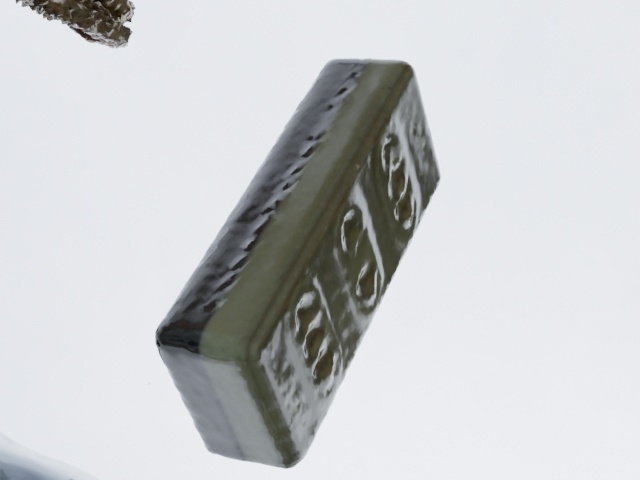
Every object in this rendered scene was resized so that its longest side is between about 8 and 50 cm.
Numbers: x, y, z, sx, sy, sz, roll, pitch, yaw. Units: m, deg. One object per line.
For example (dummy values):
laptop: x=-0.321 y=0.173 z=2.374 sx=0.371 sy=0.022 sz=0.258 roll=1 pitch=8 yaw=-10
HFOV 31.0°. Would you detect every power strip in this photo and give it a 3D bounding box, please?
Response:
power strip: x=0.000 y=0.000 z=0.674 sx=0.070 sy=0.105 sz=0.256 roll=7 pitch=-132 yaw=24

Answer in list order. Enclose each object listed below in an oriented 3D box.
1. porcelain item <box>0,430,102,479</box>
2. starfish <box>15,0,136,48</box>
porcelain item: x=-0.133 y=0.201 z=0.371 sx=0.243 sy=0.178 sz=0.405 roll=-24 pitch=-101 yaw=-29
starfish: x=-0.137 y=-0.156 z=0.359 sx=0.240 sy=0.043 sz=0.227 roll=43 pitch=-129 yaw=-43
